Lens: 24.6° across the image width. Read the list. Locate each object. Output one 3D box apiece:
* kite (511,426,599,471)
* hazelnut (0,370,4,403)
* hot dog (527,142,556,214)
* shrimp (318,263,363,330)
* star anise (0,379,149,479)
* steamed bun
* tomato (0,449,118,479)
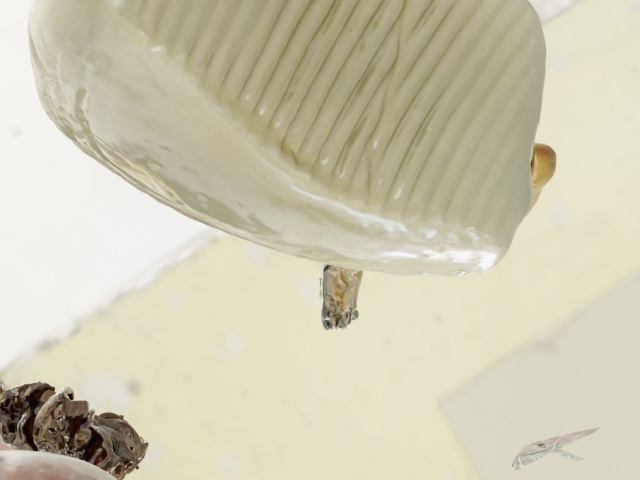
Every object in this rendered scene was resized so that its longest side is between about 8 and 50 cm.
[{"bbox_3d":[0.292,0.257,1.808,0.152,0.137,0.005,-5,107,67],"label":"kite"},{"bbox_3d":[-0.390,0.143,1.474,0.154,0.143,0.143,53,168,30],"label":"hazelnut"},{"bbox_3d":[0.167,-0.062,1.399,0.092,0.062,0.235,41,167,9],"label":"hot dog"},{"bbox_3d":[0.000,0.000,1.569,0.152,0.046,0.219,50,152,39],"label":"shrimp"},{"bbox_3d":[-0.317,0.255,1.858,0.190,0.125,0.220,-8,149,43],"label":"star anise"},{"bbox_3d":[-0.039,-0.117,1.041,0.383,0.247,0.236,24,156,-29],"label":"steamed bun"},{"bbox_3d":[-0.297,0.356,1.434,0.283,0.316,0.316,-20,107,39],"label":"tomato"}]
